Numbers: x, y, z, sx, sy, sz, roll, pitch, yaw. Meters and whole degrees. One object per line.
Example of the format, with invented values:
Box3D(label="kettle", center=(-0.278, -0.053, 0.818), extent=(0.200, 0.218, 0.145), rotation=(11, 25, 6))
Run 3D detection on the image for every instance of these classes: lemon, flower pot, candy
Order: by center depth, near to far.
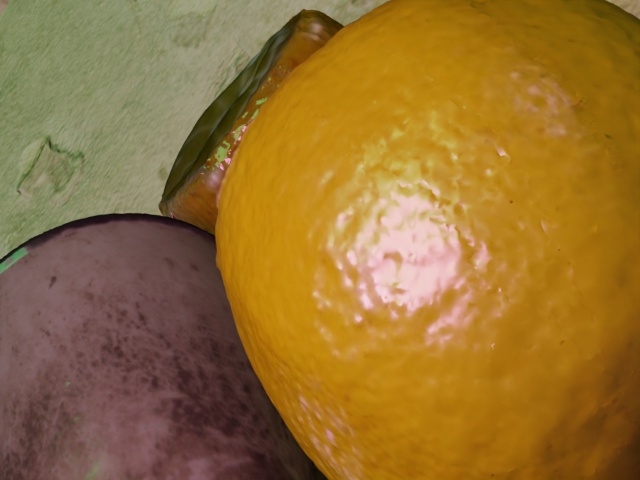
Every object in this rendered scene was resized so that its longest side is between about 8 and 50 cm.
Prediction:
Box3D(label="lemon", center=(0.132, 0.036, 1.091), extent=(0.364, 0.364, 0.364), rotation=(-40, 34, 35))
Box3D(label="flower pot", center=(-0.138, 0.186, 1.474), extent=(0.293, 0.293, 0.330), rotation=(-52, 36, 18))
Box3D(label="candy", center=(-0.046, -0.096, 1.686), extent=(0.260, 0.118, 0.260), rotation=(-52, 12, 16))
